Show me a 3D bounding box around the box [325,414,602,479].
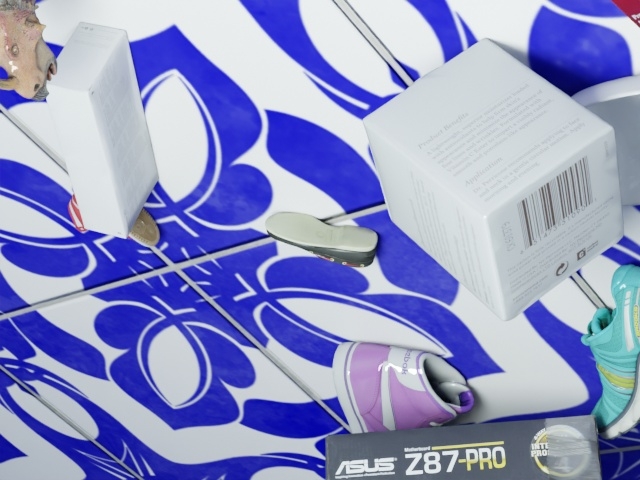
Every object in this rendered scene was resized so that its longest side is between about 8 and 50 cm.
[{"bbox_3d":[0.186,0.329,1.761,0.318,0.097,0.395,-4,155,8],"label":"box"}]

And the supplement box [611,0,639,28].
[{"bbox_3d":[0.278,-0.243,1.109,0.239,0.073,0.130,36,137,-25],"label":"supplement box"}]

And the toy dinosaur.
[{"bbox_3d":[-0.359,-0.274,1.313,0.295,0.200,0.127,24,145,-3],"label":"toy dinosaur"}]

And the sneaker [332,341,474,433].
[{"bbox_3d":[0.129,0.243,1.823,0.161,0.102,0.282,-1,139,23],"label":"sneaker"}]

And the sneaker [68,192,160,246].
[{"bbox_3d":[-0.256,-0.024,1.722,0.118,0.042,0.067,38,138,-9],"label":"sneaker"}]

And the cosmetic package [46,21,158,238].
[{"bbox_3d":[-0.239,-0.117,1.544,0.060,0.099,0.239,12,143,13],"label":"cosmetic package"}]

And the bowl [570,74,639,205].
[{"bbox_3d":[0.308,-0.102,1.316,0.142,0.053,0.142,-9,134,37],"label":"bowl"}]

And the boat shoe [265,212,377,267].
[{"bbox_3d":[0.000,0.001,1.615,0.133,0.049,0.042,12,136,6],"label":"boat shoe"}]

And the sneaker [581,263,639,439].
[{"bbox_3d":[0.348,0.123,1.575,0.110,0.107,0.275,33,145,20],"label":"sneaker"}]

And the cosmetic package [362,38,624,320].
[{"bbox_3d":[0.162,-0.058,1.302,0.183,0.151,0.151,45,162,40],"label":"cosmetic package"}]
